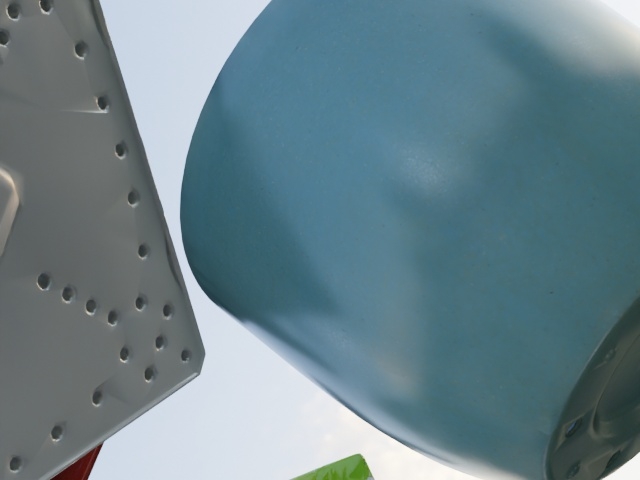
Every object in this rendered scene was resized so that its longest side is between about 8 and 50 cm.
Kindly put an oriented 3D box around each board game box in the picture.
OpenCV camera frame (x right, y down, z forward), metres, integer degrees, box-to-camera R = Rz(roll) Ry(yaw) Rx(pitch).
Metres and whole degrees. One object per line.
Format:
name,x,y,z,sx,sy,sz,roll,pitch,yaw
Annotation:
board game box,-0.264,-0.011,0.611,0.390,0.050,0.390,-31,-70,-51

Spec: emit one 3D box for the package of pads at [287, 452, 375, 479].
package of pads,-0.059,0.419,1.295,0.296,0.101,0.229,-19,-34,-8

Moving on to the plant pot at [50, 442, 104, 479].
plant pot,-0.407,0.195,0.989,0.267,0.235,0.267,31,-105,-35

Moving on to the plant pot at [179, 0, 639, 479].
plant pot,0.105,-0.003,0.541,0.293,0.235,0.293,-27,-42,-27
